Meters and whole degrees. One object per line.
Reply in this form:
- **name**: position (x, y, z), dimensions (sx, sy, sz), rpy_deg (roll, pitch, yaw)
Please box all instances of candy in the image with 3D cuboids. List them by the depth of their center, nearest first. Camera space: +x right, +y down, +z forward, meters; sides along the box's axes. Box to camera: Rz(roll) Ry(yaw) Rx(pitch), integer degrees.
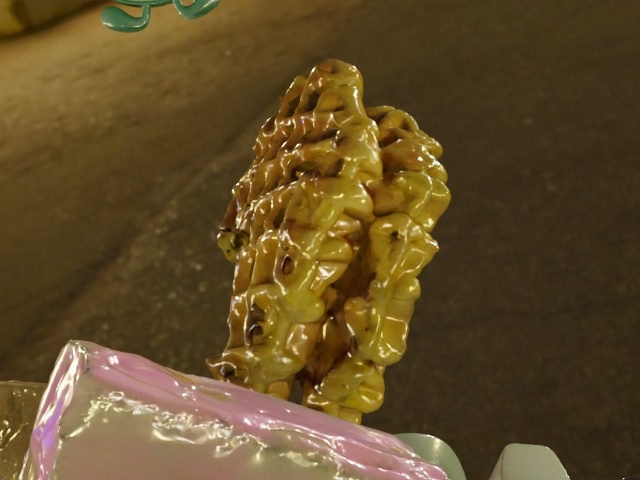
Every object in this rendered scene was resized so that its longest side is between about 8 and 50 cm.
- **candy**: position (-0.061, 0.174, 0.903), dimensions (0.265, 0.155, 0.116), rpy_deg (21, 8, -14)

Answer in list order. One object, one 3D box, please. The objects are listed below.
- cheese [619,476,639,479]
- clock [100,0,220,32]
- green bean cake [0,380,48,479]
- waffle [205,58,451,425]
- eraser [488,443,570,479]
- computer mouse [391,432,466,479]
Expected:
- **cheese**: position (0.327, 0.226, 0.916), dimensions (0.217, 0.129, 0.329), rpy_deg (15, 0, -41)
- **clock**: position (-0.165, -0.295, 1.341), dimensions (0.148, 0.189, 0.060), rpy_deg (-15, -8, 1)
- **green bean cake**: position (-0.247, 0.197, 1.394), dimensions (0.179, 0.109, 0.085), rpy_deg (4, -4, -8)
- **waffle**: position (0.000, 0.000, 1.257), dimensions (0.151, 0.261, 0.324), rpy_deg (16, 33, -16)
- **eraser**: position (0.225, 0.407, 1.700), dimensions (0.104, 0.290, 0.189), rpy_deg (9, 40, -9)
- **computer mouse**: position (0.033, 0.268, 1.269), dimensions (0.288, 0.159, 0.097), rpy_deg (-13, 4, -43)
